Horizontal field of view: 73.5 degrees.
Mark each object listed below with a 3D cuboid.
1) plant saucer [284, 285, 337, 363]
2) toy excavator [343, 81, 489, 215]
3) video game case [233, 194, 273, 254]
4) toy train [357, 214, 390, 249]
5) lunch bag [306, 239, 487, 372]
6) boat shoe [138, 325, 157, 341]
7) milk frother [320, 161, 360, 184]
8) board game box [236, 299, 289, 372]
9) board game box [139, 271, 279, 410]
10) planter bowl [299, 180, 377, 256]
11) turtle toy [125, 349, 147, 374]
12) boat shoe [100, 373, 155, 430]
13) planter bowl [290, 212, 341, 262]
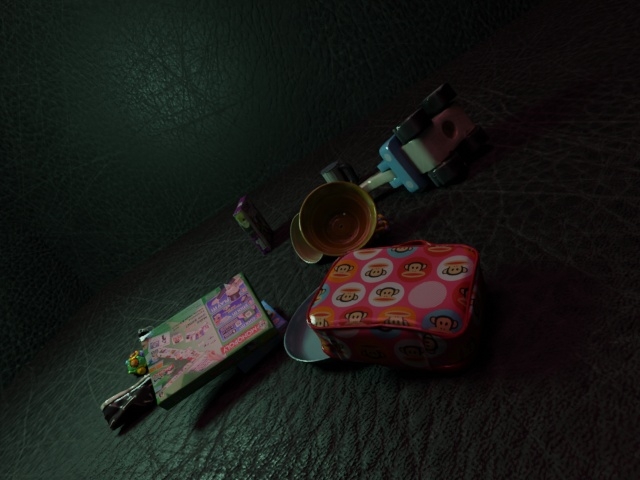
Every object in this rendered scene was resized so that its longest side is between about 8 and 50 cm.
[{"bbox_3d":[0.059,0.161,0.969,0.317,0.044,0.317,-30,20,12],"label":"plant saucer"},{"bbox_3d":[0.249,-0.237,1.403,0.433,0.222,0.445,-45,8,-24],"label":"toy excavator"},{"bbox_3d":[-0.276,-0.070,1.801,0.041,0.210,0.232,-32,19,9],"label":"video game case"},{"bbox_3d":[0.140,-0.032,1.276,0.125,0.046,0.166,-30,20,13],"label":"toy train"},{"bbox_3d":[0.142,0.096,0.778,0.293,0.120,0.258,-3,39,31],"label":"lunch bag"},{"bbox_3d":[-0.669,0.362,1.662,0.075,0.065,0.206,-40,20,-14],"label":"boat shoe"},{"bbox_3d":[0.090,-0.264,1.762,0.129,0.135,0.143,-29,20,14],"label":"milk frother"},{"bbox_3d":[-0.176,0.250,1.152,0.160,0.039,0.211,-41,19,-13],"label":"board game box"},{"bbox_3d":[-0.286,0.242,1.082,0.317,0.046,0.213,-33,49,-7],"label":"board game box"},{"bbox_3d":[0.053,-0.050,1.214,0.217,0.217,0.090,-36,-17,-3],"label":"planter bowl"},{"bbox_3d":[-0.615,0.403,1.476,0.095,0.066,0.130,-16,27,43],"label":"turtle toy"},{"bbox_3d":[-0.498,0.441,1.216,0.233,0.084,0.079,-33,57,-13],"label":"boat shoe"},{"bbox_3d":[-0.002,-0.020,1.352,0.109,0.162,0.162,-17,4,-39],"label":"planter bowl"}]
